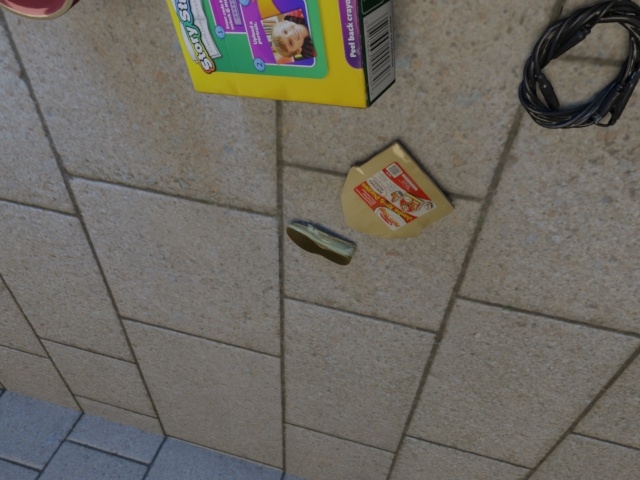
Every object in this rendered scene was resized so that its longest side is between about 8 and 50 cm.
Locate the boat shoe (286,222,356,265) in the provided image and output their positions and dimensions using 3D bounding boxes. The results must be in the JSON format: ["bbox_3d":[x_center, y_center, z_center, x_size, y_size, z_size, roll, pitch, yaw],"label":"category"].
[{"bbox_3d":[0.001,-0.001,0.991,0.152,0.048,0.056,24,146,7],"label":"boat shoe"}]

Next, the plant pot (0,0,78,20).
[{"bbox_3d":[-0.378,-0.406,0.624,0.201,0.180,0.201,-3,147,-2],"label":"plant pot"}]

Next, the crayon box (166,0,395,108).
[{"bbox_3d":[-0.074,-0.370,0.595,0.312,0.106,0.363,15,135,28],"label":"crayon box"}]

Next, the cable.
[{"bbox_3d":[0.366,-0.243,0.647,0.150,0.047,0.185,14,136,14],"label":"cable"}]

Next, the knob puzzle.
[{"bbox_3d":[0.125,-0.078,0.881,0.213,0.030,0.213,9,133,10],"label":"knob puzzle"}]
